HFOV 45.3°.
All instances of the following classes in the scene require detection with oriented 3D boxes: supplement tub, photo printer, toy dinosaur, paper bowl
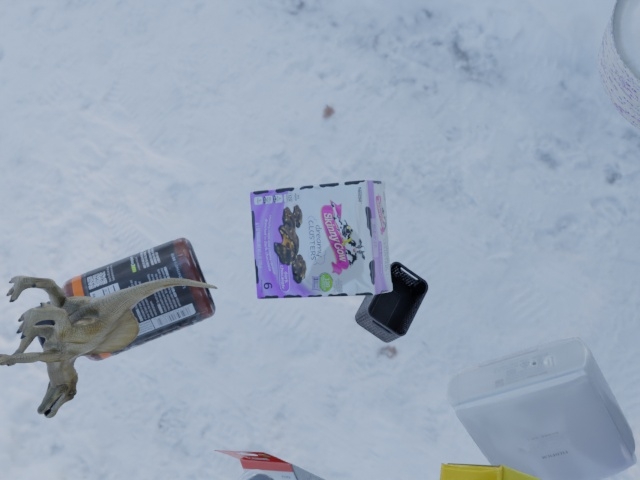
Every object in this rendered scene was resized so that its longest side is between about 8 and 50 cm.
[{"bbox_3d":[-0.232,0.076,0.906,0.198,0.106,0.106,-21,56,-7],"label":"supplement tub"},{"bbox_3d":[0.399,0.326,1.350,0.256,0.307,0.107,-21,33,22],"label":"photo printer"},{"bbox_3d":[-0.157,0.052,0.508,0.183,0.093,0.053,-40,49,29],"label":"toy dinosaur"},{"bbox_3d":[0.539,-0.276,1.045,0.284,0.148,0.284,-2,62,4],"label":"paper bowl"}]

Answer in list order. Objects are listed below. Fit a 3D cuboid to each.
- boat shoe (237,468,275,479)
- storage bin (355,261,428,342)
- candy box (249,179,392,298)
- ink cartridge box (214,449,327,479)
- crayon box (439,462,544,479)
[{"bbox_3d":[-0.082,0.419,1.132,0.080,0.228,0.076,-32,29,-21],"label":"boat shoe"},{"bbox_3d":[0.186,0.161,2.000,0.122,0.084,0.180,35,63,-7],"label":"storage bin"},{"bbox_3d":[0.000,0.000,1.129,0.196,0.070,0.164,-4,90,28],"label":"candy box"},{"bbox_3d":[-0.081,0.410,1.322,0.145,0.179,0.045,-14,53,46],"label":"ink cartridge box"},{"bbox_3d":[0.285,0.473,0.947,0.106,0.363,0.313,-19,52,46],"label":"crayon box"}]
